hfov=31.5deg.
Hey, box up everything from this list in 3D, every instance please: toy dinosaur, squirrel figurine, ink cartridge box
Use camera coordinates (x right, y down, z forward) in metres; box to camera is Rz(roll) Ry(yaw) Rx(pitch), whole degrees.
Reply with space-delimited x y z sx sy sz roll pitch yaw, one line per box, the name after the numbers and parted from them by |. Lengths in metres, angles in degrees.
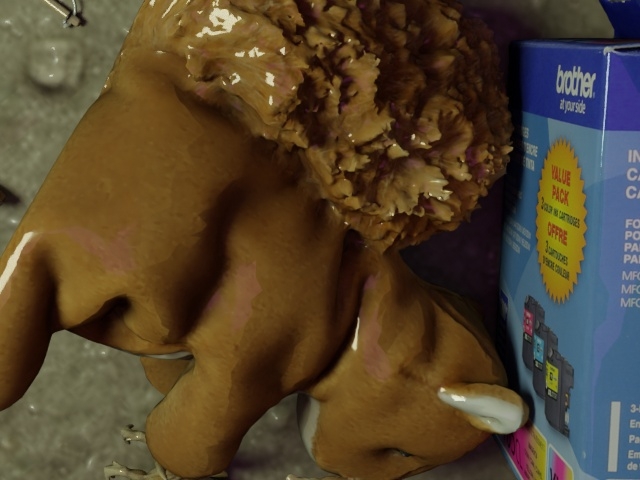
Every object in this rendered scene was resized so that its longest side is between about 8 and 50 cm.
-0.122 0.179 0.913 0.092 0.183 0.053 6 70 15 | toy dinosaur
0.000 0.000 0.813 0.370 0.281 0.397 29 102 -9 | squirrel figurine
0.223 -0.005 0.798 0.151 0.270 0.395 2 100 -4 | ink cartridge box

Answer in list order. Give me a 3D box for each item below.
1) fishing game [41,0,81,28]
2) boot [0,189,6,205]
-0.177 -0.296 0.850 0.189 0.041 0.264 37 114 -5 | fishing game
-0.329 -0.029 0.931 0.118 0.042 0.087 30 105 -2 | boot
